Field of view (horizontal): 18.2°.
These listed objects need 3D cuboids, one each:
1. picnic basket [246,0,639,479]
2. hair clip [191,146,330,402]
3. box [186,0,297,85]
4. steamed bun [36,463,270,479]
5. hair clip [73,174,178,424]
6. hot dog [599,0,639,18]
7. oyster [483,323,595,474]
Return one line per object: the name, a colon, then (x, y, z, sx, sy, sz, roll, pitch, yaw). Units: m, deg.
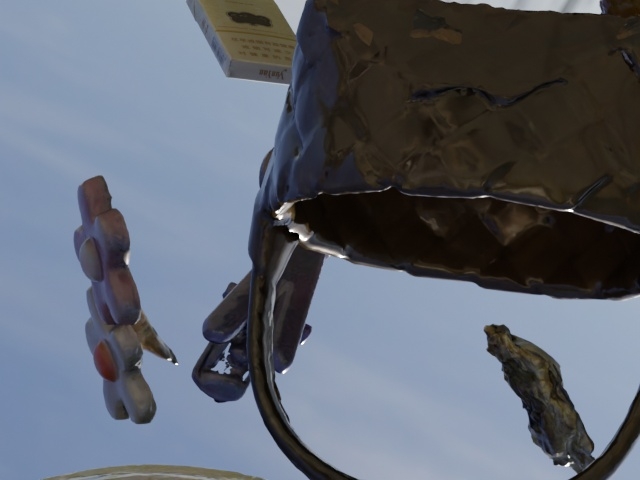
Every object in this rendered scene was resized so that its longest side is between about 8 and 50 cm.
picnic basket: (0.095, 0.027, 1.279, 0.293, 0.337, 0.337, 7, -171, 9)
hair clip: (0.000, 0.000, 1.497, 0.137, 0.278, 0.090, 31, 166, -1)
box: (-0.069, -0.200, 1.946, 0.090, 0.024, 0.167, 5, -151, -22)
steamed bun: (-0.157, 0.401, 1.876, 0.455, 0.371, 0.290, 2, -158, -1)
hair clip: (-0.179, 0.059, 1.784, 0.075, 0.257, 0.146, -17, -136, -7)
hot dog: (0.255, -0.121, 1.536, 0.083, 0.068, 0.289, 32, 154, 36)
oyster: (0.197, 0.140, 1.776, 0.108, 0.053, 0.166, -61, -53, -82)
